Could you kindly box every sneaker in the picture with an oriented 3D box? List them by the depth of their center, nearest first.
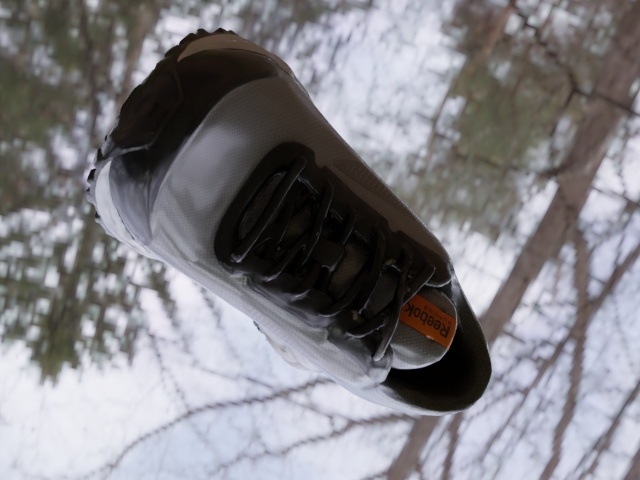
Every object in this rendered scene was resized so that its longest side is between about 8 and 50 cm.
[{"bbox_3d":[0.000,0.000,0.772,0.108,0.271,0.100,31,-96,34],"label":"sneaker"}]
